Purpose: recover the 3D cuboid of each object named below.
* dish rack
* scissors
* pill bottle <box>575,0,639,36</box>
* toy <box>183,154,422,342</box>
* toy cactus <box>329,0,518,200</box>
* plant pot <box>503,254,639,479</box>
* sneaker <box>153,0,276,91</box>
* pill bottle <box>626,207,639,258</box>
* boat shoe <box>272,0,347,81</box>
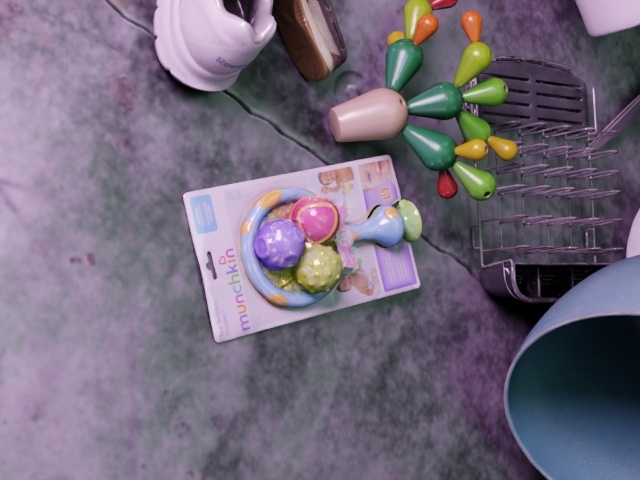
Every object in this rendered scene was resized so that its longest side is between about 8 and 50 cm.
[{"bbox_3d":[0.250,-0.066,1.279,0.208,0.074,0.271,1,83,-37],"label":"dish rack"},{"bbox_3d":[0.409,-0.195,1.417,0.297,0.021,0.109,-24,110,-25],"label":"scissors"},{"bbox_3d":[0.298,-0.409,1.222,0.204,0.204,0.361,-29,102,-35],"label":"pill bottle"},{"bbox_3d":[0.000,0.000,1.096,0.237,0.056,0.136,-13,91,-37],"label":"toy"},{"bbox_3d":[0.095,-0.134,1.165,0.181,0.112,0.219,-14,88,-14],"label":"toy cactus"},{"bbox_3d":[0.349,0.121,1.171,0.290,0.290,0.195,53,43,-19],"label":"plant pot"},{"bbox_3d":[-0.081,-0.284,1.028,0.111,0.129,0.297,-6,86,-35],"label":"sneaker"},{"bbox_3d":[0.560,0.053,1.397,0.392,0.224,0.224,20,73,-34],"label":"pill bottle"},{"bbox_3d":[-0.019,-0.227,1.117,0.049,0.056,0.152,-37,115,-39],"label":"boat shoe"}]
